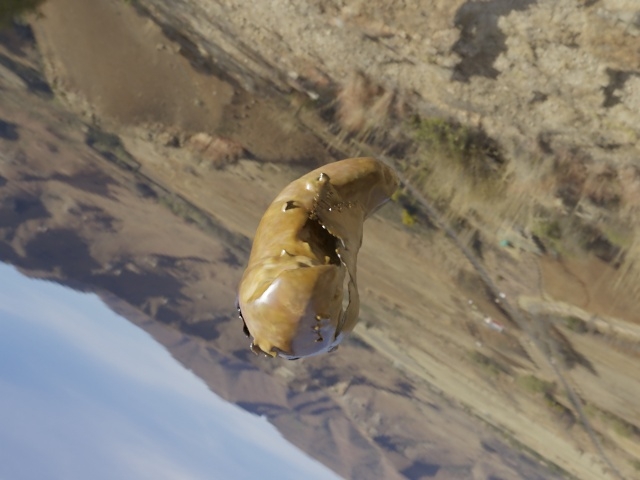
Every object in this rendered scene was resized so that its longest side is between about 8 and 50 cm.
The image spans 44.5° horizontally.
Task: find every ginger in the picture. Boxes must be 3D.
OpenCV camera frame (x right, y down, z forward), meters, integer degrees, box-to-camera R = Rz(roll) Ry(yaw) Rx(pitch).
[{"bbox_3d":[-0.008,0.012,0.708,0.107,0.133,0.309,32,-153,-7],"label":"ginger"}]
